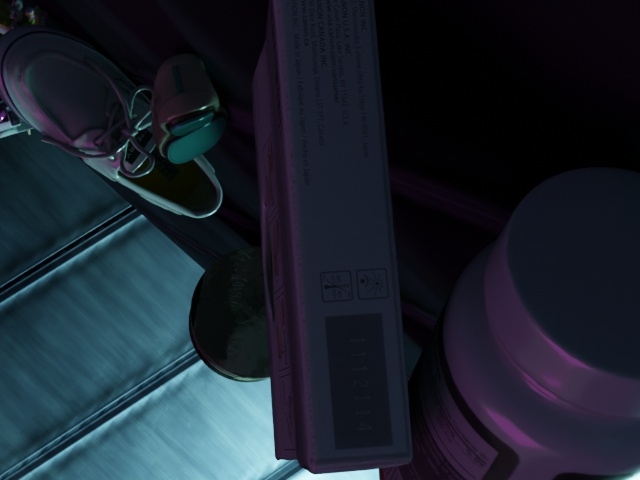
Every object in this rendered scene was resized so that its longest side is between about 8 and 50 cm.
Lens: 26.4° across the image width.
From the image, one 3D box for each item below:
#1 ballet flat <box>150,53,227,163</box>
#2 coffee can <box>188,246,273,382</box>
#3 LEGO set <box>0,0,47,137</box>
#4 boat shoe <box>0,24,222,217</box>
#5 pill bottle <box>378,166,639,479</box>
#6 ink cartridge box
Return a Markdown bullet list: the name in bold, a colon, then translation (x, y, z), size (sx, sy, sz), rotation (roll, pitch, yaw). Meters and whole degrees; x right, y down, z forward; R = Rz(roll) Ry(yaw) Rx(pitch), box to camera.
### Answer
- **ballet flat**: translation (-0.145, -0.143, 1.445), size (0.086, 0.086, 0.248), rotation (41, 170, -1)
- **coffee can**: translation (-0.107, 0.122, 2.171), size (0.201, 0.201, 0.275), rotation (40, 171, 0)
- **LEGO set**: translation (-0.421, -0.282, 1.811), size (0.287, 0.132, 0.107), rotation (62, 161, 20)
- **boat shoe**: translation (-0.252, -0.132, 1.728), size (0.156, 0.136, 0.367), rotation (31, 170, 49)
- **pill bottle**: translation (0.140, 0.091, 0.830), size (0.161, 0.161, 0.283), rotation (38, 147, 14)
- **ink cartridge box**: translation (0.000, 0.000, 0.906), size (0.066, 0.296, 0.261), rotation (-4, 173, -6)
